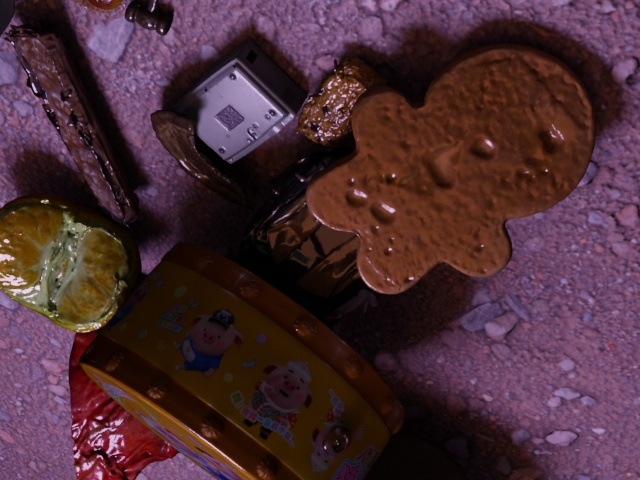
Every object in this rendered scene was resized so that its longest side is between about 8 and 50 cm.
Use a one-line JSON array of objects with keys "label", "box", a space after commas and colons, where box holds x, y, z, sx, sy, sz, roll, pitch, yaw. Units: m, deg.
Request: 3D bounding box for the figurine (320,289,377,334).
[{"label": "figurine", "box": [0.039, 0.058, 1.647, 0.153, 0.132, 0.132, -30, 115, 27]}]

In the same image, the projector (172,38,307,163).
[{"label": "projector", "box": [-0.108, -0.176, 1.517, 0.115, 0.061, 0.147, 42, 135, -19]}]

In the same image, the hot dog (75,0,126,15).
[{"label": "hot dog", "box": [-0.280, -0.363, 1.423, 0.099, 0.053, 0.192, 16, 137, 5]}]

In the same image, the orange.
[{"label": "orange", "box": [-0.385, 0.032, 1.751, 0.237, 0.158, 0.179, 23, 92, -2]}]

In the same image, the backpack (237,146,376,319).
[{"label": "backpack", "box": [0.000, 0.000, 1.541, 0.258, 0.133, 0.206, -42, 90, 18]}]

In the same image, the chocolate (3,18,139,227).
[{"label": "chocolate", "box": [-0.335, -0.163, 1.625, 0.102, 0.065, 0.329, 28, 149, 47]}]

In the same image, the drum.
[{"label": "drum", "box": [-0.106, 0.209, 1.598, 0.431, 0.214, 0.431, 34, 163, 12]}]

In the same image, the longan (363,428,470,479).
[{"label": "longan", "box": [0.061, 0.464, 1.845, 0.404, 0.336, 0.404, 5, 126, 6]}]

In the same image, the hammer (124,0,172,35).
[{"label": "hammer", "box": [-0.184, -0.372, 1.395, 0.058, 0.029, 0.292, 22, 134, 0]}]

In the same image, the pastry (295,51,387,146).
[{"label": "pastry", "box": [0.026, -0.170, 1.467, 0.080, 0.056, 0.140, 38, 138, 3]}]

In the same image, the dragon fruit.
[{"label": "dragon fruit", "box": [-0.282, 0.262, 1.868, 0.302, 0.330, 0.240, 23, 158, 0]}]

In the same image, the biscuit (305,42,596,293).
[{"label": "biscuit", "box": [0.160, -0.090, 1.396, 0.355, 0.052, 0.275, -39, 99, 15]}]

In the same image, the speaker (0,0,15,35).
[{"label": "speaker", "box": [-0.506, -0.406, 1.396, 0.184, 0.183, 0.406, 9, 134, 9]}]

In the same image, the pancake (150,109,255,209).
[{"label": "pancake", "box": [-0.157, -0.108, 1.574, 0.190, 0.020, 0.184, 40, 163, -10]}]
